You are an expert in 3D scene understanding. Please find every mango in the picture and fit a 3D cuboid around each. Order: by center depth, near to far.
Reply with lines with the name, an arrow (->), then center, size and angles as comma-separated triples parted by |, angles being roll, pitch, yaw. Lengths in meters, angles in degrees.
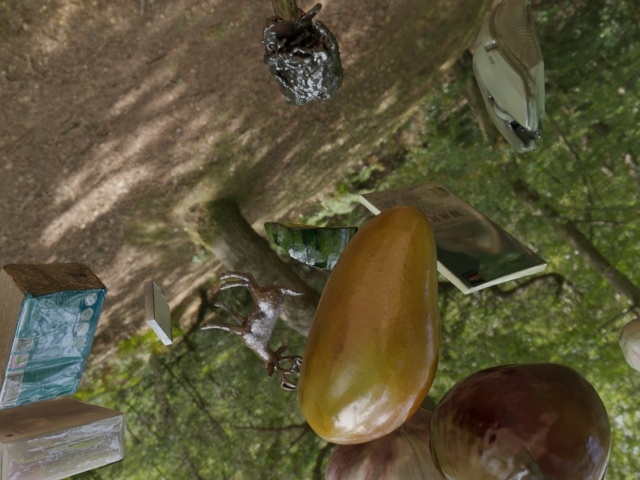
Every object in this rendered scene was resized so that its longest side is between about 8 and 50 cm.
mango -> 0.059, 0.088, 0.609 | 0.113, 0.138, 0.254 | 16, 93, -50

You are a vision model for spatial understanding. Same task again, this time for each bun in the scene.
bun -> 0.850, 0.243, 1.425 | 0.272, 0.169, 0.273 | -12, 173, -2

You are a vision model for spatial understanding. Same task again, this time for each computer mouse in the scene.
computer mouse -> 0.430, -0.393, 1.397 | 0.228, 0.145, 0.429 | 69, 21, -55

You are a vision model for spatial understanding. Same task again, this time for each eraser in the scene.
eraser -> -0.382, 0.172, 1.427 | 0.023, 0.104, 0.150 | -11, 149, -3

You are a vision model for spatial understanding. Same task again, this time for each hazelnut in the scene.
hazelnut -> 0.238, 0.224, 0.696 | 0.208, 0.208, 0.208 | -42, 180, 0

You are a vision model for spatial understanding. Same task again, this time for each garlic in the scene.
garlic -> 0.132, 0.330, 0.984 | 0.244, 0.253, 0.245 | -1, -157, 1

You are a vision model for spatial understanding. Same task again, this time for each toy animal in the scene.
toy animal -> -0.127, 0.200, 1.331 | 0.087, 0.259, 0.244 | -62, 176, -60

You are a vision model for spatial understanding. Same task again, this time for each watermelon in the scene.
watermelon -> 0.002, 0.010, 1.000 | 0.092, 0.075, 0.181 | 7, -176, 44

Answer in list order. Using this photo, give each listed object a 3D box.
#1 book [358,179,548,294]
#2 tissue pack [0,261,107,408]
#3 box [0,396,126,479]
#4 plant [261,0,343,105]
book -> 0.297, -0.022, 1.384 | 0.264, 0.379, 0.031 | -13, 131, -33
tissue pack -> -0.364, 0.119, 0.785 | 0.120, 0.082, 0.169 | 0, 115, -55
box -> -0.534, 0.381, 1.142 | 0.203, 0.106, 0.251 | 2, 180, 35
plant -> -0.042, -0.448, 1.426 | 0.178, 0.234, 0.204 | -6, -138, 12
